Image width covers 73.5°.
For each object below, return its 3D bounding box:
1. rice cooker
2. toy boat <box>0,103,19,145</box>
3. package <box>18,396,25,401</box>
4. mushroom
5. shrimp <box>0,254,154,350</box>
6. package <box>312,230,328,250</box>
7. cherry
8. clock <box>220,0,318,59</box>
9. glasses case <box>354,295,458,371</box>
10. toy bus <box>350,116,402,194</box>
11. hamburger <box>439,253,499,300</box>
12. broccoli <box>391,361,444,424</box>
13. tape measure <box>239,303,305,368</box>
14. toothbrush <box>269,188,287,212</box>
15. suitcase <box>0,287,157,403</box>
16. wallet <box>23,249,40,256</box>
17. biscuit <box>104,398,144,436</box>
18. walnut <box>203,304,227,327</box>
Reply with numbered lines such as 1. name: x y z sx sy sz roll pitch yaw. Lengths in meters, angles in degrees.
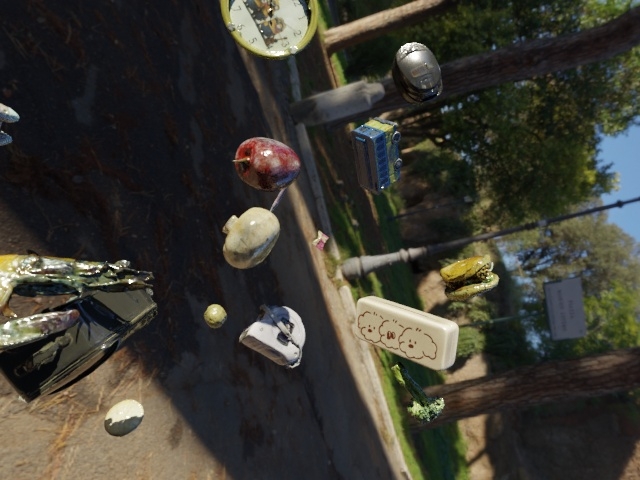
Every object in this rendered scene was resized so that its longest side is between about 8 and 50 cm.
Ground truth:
1. rice cooker: 0.261 -0.452 1.174 0.106 0.112 0.165 170 -103 -86
2. toy boat: -0.969 -0.319 1.183 0.085 0.155 0.228 52 27 22
3. package: -0.824 0.421 1.196 0.037 0.015 0.110 43 -9 -34
4. mushroom: -0.273 -0.025 1.607 0.195 0.253 0.189 36 -16 4
5. shrimp: -0.574 0.114 0.886 0.272 0.446 0.085 50 -47 44
6. package: 0.000 0.000 1.952 0.059 0.029 0.083 38 58 -17
7. cherry: -0.197 -0.291 1.650 0.301 0.230 0.202 -9 108 -45
8. clock: -0.123 -0.552 1.044 0.057 0.237 0.236 -167 -118 -78
9. glasses case: 0.257 0.282 1.342 0.076 0.337 0.143 -3 101 -45
10. toy bus: 0.245 -0.363 1.854 0.138 0.175 0.287 33 -32 42
11. hamburger: 0.480 0.118 1.366 0.177 0.186 0.113 142 -72 -75
12. broccoli: 0.291 0.473 1.338 0.204 0.118 0.122 54 20 8
13. tape measure: -0.150 0.331 1.529 0.236 0.120 0.197 37 46 -18
14. toothbrush: -0.217 -0.197 2.169 0.024 0.353 0.029 23 20 -31
15. suitcase: -0.638 0.246 1.168 0.194 0.283 0.434 55 2 -6
16. wallet: -0.904 0.096 1.423 0.039 0.243 0.132 -49 126 -22
17. biscuit: -0.758 0.683 1.654 0.152 0.152 0.020 -85 175 -51
18. walnut: -0.386 0.278 1.574 0.092 0.092 0.091 -13 90 -76
